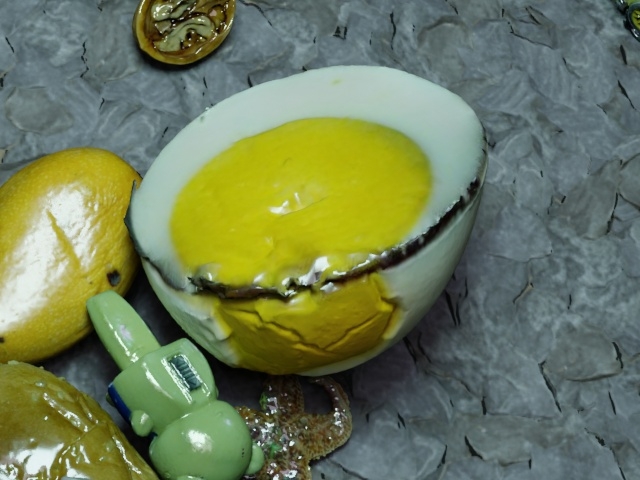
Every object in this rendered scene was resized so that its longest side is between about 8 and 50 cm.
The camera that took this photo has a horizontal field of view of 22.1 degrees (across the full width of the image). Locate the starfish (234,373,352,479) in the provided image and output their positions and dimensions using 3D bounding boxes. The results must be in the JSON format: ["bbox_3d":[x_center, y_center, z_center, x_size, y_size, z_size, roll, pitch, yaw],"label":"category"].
[{"bbox_3d":[-0.045,0.184,1.535,0.150,0.053,0.209,14,59,-19],"label":"starfish"}]

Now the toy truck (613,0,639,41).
[{"bbox_3d":[0.330,-0.355,1.784,0.272,0.157,0.124,40,65,8],"label":"toy truck"}]

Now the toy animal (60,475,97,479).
[{"bbox_3d":[-0.079,0.361,1.312,0.344,0.194,0.302,14,83,-40],"label":"toy animal"}]

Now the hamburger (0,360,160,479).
[{"bbox_3d":[-0.253,0.231,1.416,0.309,0.132,0.211,44,67,11],"label":"hamburger"}]

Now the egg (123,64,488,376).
[{"bbox_3d":[0.000,0.000,1.531,0.337,0.201,0.337,-7,44,7],"label":"egg"}]

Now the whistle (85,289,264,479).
[{"bbox_3d":[-0.138,0.141,1.456,0.105,0.085,0.227,-25,73,-47],"label":"whistle"}]

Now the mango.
[{"bbox_3d":[-0.260,0.023,1.524,0.157,0.109,0.262,44,68,-3],"label":"mango"}]

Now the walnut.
[{"bbox_3d":[-0.146,-0.232,1.686,0.121,0.052,0.091,-33,113,-21],"label":"walnut"}]
